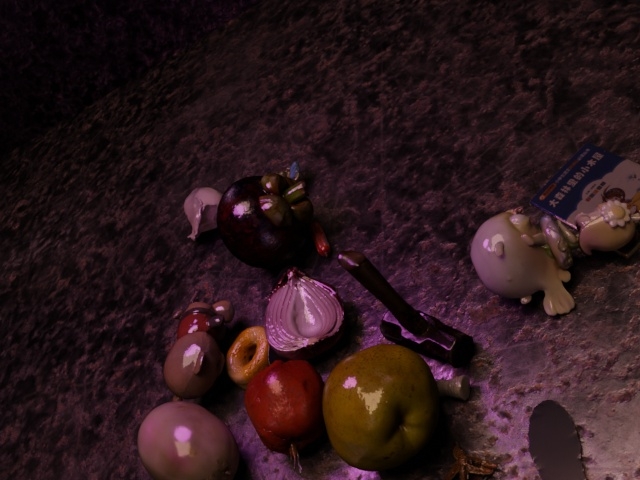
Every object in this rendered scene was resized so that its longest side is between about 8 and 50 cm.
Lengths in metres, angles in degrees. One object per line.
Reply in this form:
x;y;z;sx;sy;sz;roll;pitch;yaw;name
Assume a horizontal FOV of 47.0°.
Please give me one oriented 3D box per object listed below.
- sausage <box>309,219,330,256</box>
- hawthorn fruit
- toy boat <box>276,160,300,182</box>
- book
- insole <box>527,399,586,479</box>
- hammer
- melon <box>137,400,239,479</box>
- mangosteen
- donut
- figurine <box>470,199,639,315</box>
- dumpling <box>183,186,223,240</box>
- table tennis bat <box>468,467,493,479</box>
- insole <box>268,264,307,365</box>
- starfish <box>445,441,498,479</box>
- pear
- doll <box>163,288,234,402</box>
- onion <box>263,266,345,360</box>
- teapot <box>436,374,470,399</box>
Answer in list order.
0.000;0.000;2.241;0.048;0.050;0.145;-2;40;-18;sausage
-0.076;0.436;1.826;0.211;0.211;0.299;-27;54;17;hawthorn fruit
-0.167;-0.156;2.476;0.276;0.084;0.111;-32;45;16;toy boat
0.706;-0.109;1.820;0.228;0.018;0.322;-45;42;-4;book
0.497;0.465;1.499;0.110;0.012;0.309;-27;44;15;insole
0.179;0.144;1.721;0.242;0.409;0.095;18;67;48;hammer
-0.346;0.544;1.915;0.317;0.223;0.223;21;70;42;melon
-0.156;-0.062;2.230;0.300;0.300;0.300;-20;46;23;mangosteen
-0.194;0.326;2.093;0.190;0.074;0.174;-48;42;-6;donut
0.561;0.029;1.719;0.394;0.226;0.274;-21;78;13;figurine
-0.409;-0.091;2.563;0.258;0.147;0.193;-84;17;-64;dumpling
0.341;0.521;1.574;0.083;0.007;0.050;-48;41;-4;table tennis bat
-0.093;0.218;2.101;0.009;0.119;0.348;118;160;-54;insole
0.307;0.484;1.599;0.133;0.041;0.130;-37;36;11;starfish
0.132;0.375;1.666;0.294;0.294;0.294;-20;46;23;pear
-0.352;0.300;2.108;0.235;0.174;0.330;-54;20;36;doll
-0.043;0.202;2.036;0.227;0.120;0.283;-16;52;3;onion
0.306;0.343;1.721;0.083;0.057;0.067;-10;13;35;teapot
